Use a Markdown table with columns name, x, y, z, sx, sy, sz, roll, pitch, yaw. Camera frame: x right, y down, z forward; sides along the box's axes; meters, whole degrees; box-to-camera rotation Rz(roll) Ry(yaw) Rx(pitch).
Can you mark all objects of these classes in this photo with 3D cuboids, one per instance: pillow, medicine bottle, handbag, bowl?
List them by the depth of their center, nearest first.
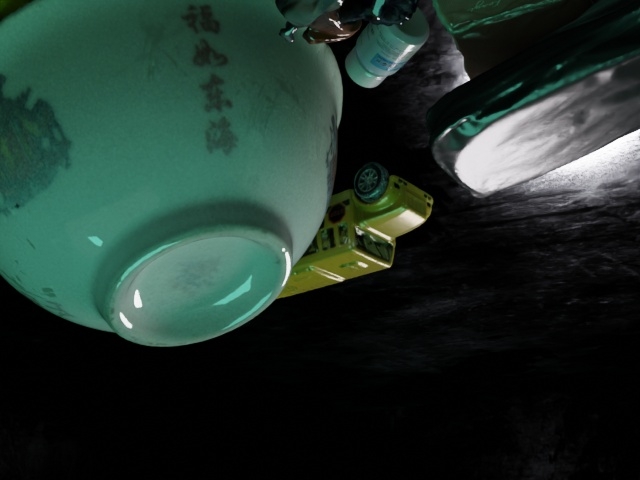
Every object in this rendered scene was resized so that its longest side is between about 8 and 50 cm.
| name | x | y | z | sx | sy | sz | roll | pitch | yaw |
| --- | --- | --- | --- | --- | --- | --- | --- | --- | --- |
| pillow | 0.168 | -0.205 | 0.633 | 0.126 | 0.043 | 0.232 | -13 | 154 | 22 |
| handbag | 0.260 | -0.148 | 0.658 | 0.332 | 0.075 | 0.191 | -30 | 151 | 20 |
| medicine bottle | 0.063 | -0.191 | 0.717 | 0.052 | 0.052 | 0.089 | 11 | 155 | -24 |
| bowl | -0.142 | -0.024 | 0.725 | 0.434 | 0.196 | 0.435 | -19 | 146 | -13 |

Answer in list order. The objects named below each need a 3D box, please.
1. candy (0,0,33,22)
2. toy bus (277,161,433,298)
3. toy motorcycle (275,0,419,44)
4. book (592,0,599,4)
| name | x | y | z | sx | sy | sz | roll | pitch | yaw |
| --- | --- | --- | --- | --- | --- | --- | --- | --- | --- |
| candy | -0.326 | -0.179 | 0.636 | 0.297 | 0.081 | 0.187 | -36 | 144 | 19 |
| toy bus | 0.000 | 0.000 | 1.077 | 0.335 | 0.123 | 0.121 | -17 | 151 | 36 |
| toy motorcycle | -0.025 | -0.226 | 0.593 | 0.212 | 0.084 | 0.118 | 27 | 161 | -22 |
| book | 0.271 | -0.234 | 0.649 | 0.190 | 0.025 | 0.269 | -10 | 155 | 25 |
